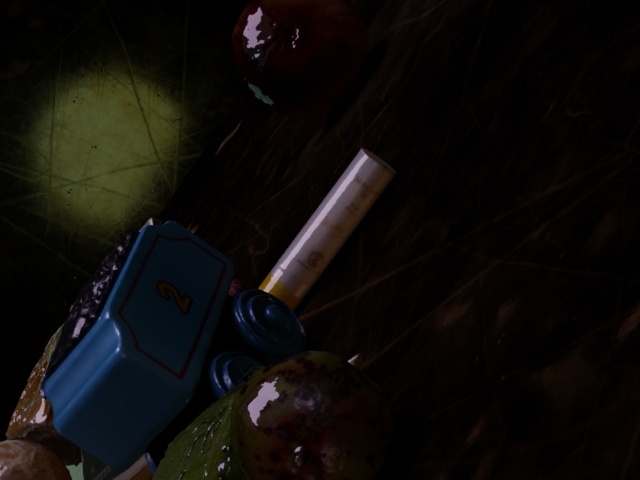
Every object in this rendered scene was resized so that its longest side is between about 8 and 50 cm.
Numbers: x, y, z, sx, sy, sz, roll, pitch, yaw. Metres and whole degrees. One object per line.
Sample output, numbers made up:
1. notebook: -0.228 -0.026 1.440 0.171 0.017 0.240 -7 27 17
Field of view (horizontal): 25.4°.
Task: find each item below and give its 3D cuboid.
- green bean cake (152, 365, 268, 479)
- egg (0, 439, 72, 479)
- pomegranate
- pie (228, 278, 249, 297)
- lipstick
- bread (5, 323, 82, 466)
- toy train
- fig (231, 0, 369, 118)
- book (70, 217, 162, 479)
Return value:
1. green bean cake: -0.089 0.248 1.399 0.200 0.113 0.214 -40 20 44
2. egg: -0.496 0.422 2.309 0.245 0.203 0.203 110 -176 -52
3. pomegranate: 0.001 0.168 1.248 0.148 0.148 0.169 -53 -25 17
4. pie: -0.119 0.125 1.884 0.153 0.038 0.153 4 -90 -85
5. lipstick: 0.000 0.000 1.829 0.264 0.059 0.059 -53 12 12
6. bread: -0.422 0.286 2.466 0.195 0.176 0.246 -37 30 55
7. toy train: -0.169 0.133 1.650 0.188 0.265 0.300 -49 13 27
8. fig: -0.035 -0.320 2.421 0.235 0.235 0.214 -60 8 -15
9. book: -0.283 0.185 2.084 0.260 0.043 0.371 -45 45 37
